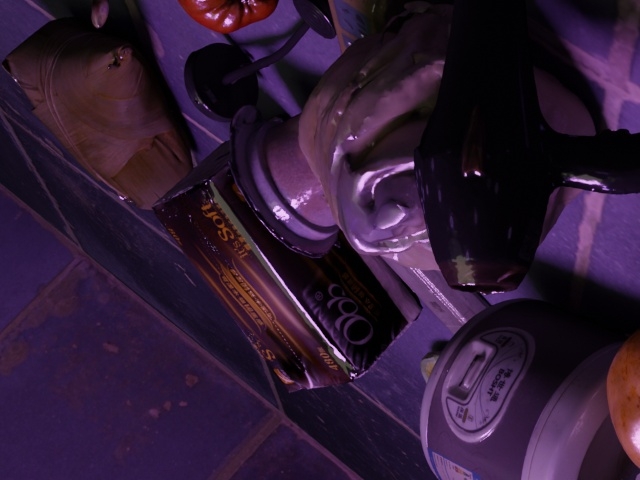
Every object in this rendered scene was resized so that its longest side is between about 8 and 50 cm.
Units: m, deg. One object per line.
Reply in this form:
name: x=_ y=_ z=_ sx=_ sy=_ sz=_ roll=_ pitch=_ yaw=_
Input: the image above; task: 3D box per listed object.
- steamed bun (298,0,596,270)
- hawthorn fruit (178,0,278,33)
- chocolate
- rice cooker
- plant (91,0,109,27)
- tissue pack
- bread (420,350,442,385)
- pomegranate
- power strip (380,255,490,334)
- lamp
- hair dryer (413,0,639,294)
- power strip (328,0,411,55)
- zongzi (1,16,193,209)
steamed bun: x=0.109 y=-0.067 z=1.269 sx=0.280 sy=0.207 sz=0.268 roll=47 pitch=141 yaw=-15
hawthorn fruit: x=-0.111 y=-0.294 z=1.467 sx=0.140 sy=0.125 sz=0.125 roll=10 pitch=146 yaw=41
chocolate: x=-0.004 y=-0.103 z=1.655 sx=0.221 sy=0.147 sz=0.221 roll=39 pitch=-152 yaw=-25
rice cooker: x=0.288 y=0.228 z=1.569 sx=0.277 sy=0.288 sz=0.288 roll=27 pitch=157 yaw=48
plant: x=-0.336 y=-0.445 z=1.558 sx=0.333 sy=0.180 sz=0.251 roll=39 pitch=153 yaw=26
tissue pack: x=-0.046 y=0.016 z=1.889 sx=0.370 sy=0.198 sz=0.210 roll=54 pitch=150 yaw=-11
bread: x=0.288 y=0.278 z=2.111 sx=0.301 sy=0.045 sz=0.301 roll=37 pitch=164 yaw=12
pomegranate: x=0.389 y=0.168 z=1.345 sx=0.196 sy=0.196 sz=0.196 roll=39 pitch=163 yaw=14
power strip: x=0.151 y=0.047 z=1.841 sx=0.272 sy=0.052 sz=0.078 roll=47 pitch=163 yaw=-11
lamp: x=-0.072 y=-0.213 z=1.600 sx=0.130 sy=0.108 sz=0.371 roll=52 pitch=162 yaw=-17
hair dryer: x=0.257 y=-0.101 z=1.081 sx=0.359 sy=0.304 sz=0.120 roll=3 pitch=169 yaw=17
power strip: x=0.074 y=-0.167 z=1.459 sx=0.092 sy=0.066 sz=0.387 roll=36 pitch=163 yaw=29
zongzi: x=-0.275 y=-0.161 z=2.109 sx=0.447 sy=0.181 sz=0.418 roll=49 pitch=162 yaw=-28
